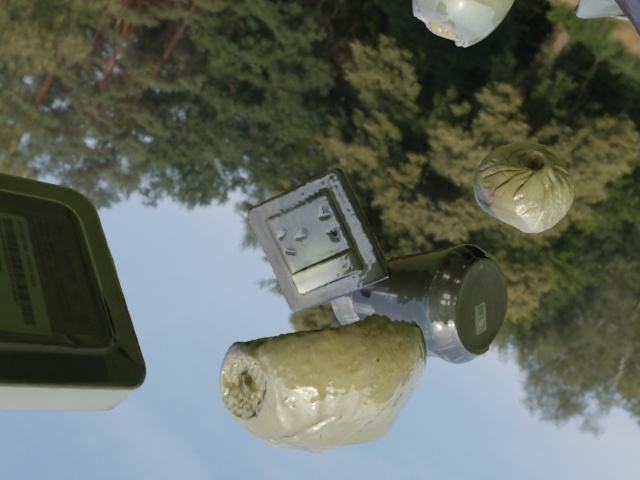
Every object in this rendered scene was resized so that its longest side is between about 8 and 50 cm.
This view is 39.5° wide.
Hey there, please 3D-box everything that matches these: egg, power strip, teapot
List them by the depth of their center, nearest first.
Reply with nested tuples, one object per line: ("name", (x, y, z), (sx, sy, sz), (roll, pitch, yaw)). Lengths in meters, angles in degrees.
("egg", (0.272, -0.474, 1.625), (0.183, 0.217, 0.183), (31, -173, -4))
("power strip", (0.001, 0.001, 1.889), (0.092, 0.256, 0.251), (-18, -94, -62))
("teapot", (0.222, 0.141, 1.974), (0.343, 0.300, 0.253), (7, -140, 43))

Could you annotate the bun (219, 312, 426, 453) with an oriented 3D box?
("bun", (0.011, 0.256, 1.515), (0.364, 0.364, 0.202), (5, -110, -50))

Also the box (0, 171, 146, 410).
("box", (-0.433, 0.054, 1.213), (0.373, 0.090, 0.367), (11, -134, -47))

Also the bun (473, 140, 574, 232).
("bun", (0.473, -0.132, 2.018), (0.243, 0.153, 0.244), (10, -137, -9))

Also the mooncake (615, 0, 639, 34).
("mooncake", (0.515, -0.315, 1.175), (0.326, 0.174, 0.334), (45, -173, -4))

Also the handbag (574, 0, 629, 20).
("handbag", (0.670, -0.504, 1.903), (0.241, 0.109, 0.315), (8, 173, 13))
